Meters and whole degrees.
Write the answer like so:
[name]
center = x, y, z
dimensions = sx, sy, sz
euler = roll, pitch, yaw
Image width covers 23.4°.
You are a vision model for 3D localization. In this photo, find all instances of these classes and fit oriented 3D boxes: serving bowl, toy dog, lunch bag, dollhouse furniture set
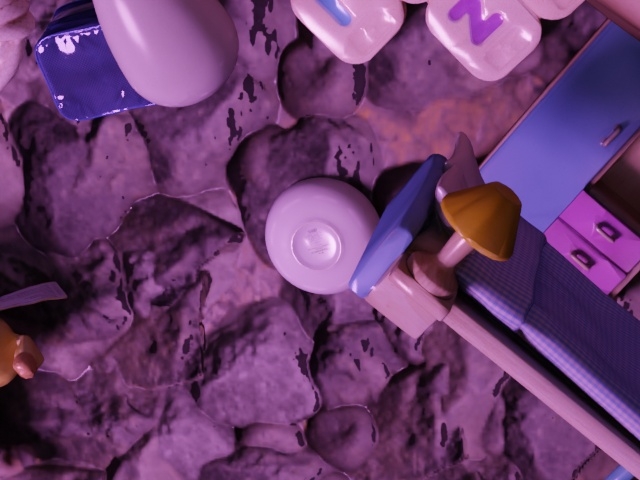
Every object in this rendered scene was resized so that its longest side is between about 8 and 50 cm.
[serving bowl]
center = 0.000, 0.000, 1.058
dimensions = 0.083, 0.027, 0.083
euler = 4, 107, 12
[toy dog]
center = -0.150, -0.250, 0.896
dimensions = 0.220, 0.161, 0.333
euler = -1, 118, 5
[lunch bag]
center = -0.140, -0.126, 1.031
dimensions = 0.098, 0.065, 0.067
euler = -9, 121, 14
[dollhouse furniture set]
center = 0.204, 0.006, 0.866
dimensions = 0.286, 0.303, 0.198
euler = 40, 112, -2

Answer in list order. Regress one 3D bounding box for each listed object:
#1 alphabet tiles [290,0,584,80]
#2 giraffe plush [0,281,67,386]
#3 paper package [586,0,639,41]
[alphabet tiles]
center = 0.071, -0.251, 0.965
dimensions = 0.278, 0.021, 0.284
euler = 45, 111, -4
[giraffe plush]
center = -0.292, 0.117, 1.111
dimensions = 0.210, 0.181, 0.170
euler = -2, 123, -23
[paper package]
center = 0.169, -0.290, 0.758
dimensions = 0.325, 0.168, 0.309
euler = 41, 100, -1
